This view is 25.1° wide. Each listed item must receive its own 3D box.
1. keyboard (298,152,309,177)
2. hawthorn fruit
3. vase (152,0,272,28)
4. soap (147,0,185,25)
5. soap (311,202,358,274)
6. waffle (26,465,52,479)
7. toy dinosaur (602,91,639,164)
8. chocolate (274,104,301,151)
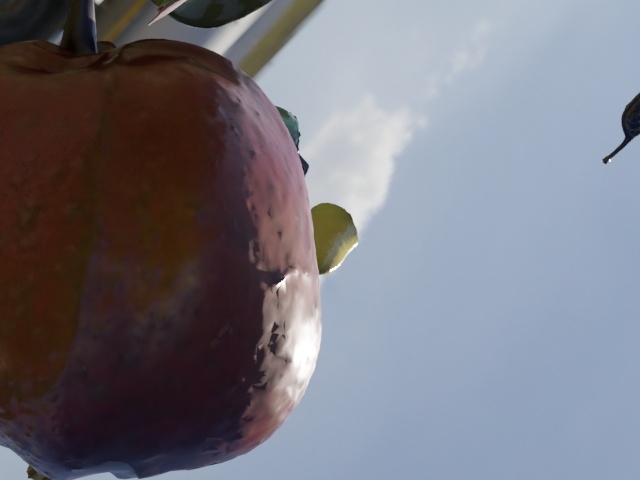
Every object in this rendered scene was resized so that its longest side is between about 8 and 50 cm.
[{"bbox_3d":[-0.065,-0.054,2.191,0.013,0.061,0.204,-7,-132,36],"label":"keyboard"},{"bbox_3d":[-0.122,-0.023,0.814,0.254,0.300,0.254,0,-169,0],"label":"hawthorn fruit"},{"bbox_3d":[-0.070,-0.399,1.658,0.329,0.241,0.302,-17,164,-1],"label":"vase"},{"bbox_3d":[-0.123,-0.348,1.181,0.098,0.273,0.218,-9,-153,51],"label":"soap"},{"bbox_3d":[0.000,0.000,1.832,0.168,0.089,0.033,-35,157,-58],"label":"soap"},{"bbox_3d":[-0.290,0.237,1.758,0.148,0.042,0.102,-43,-171,6],"label":"waffle"},{"bbox_3d":[0.399,-0.157,1.782,0.058,0.037,0.180,-19,143,-25],"label":"toy dinosaur"},{"bbox_3d":[-0.163,-0.162,1.820,0.110,0.291,0.110,-26,-125,43],"label":"chocolate"}]
